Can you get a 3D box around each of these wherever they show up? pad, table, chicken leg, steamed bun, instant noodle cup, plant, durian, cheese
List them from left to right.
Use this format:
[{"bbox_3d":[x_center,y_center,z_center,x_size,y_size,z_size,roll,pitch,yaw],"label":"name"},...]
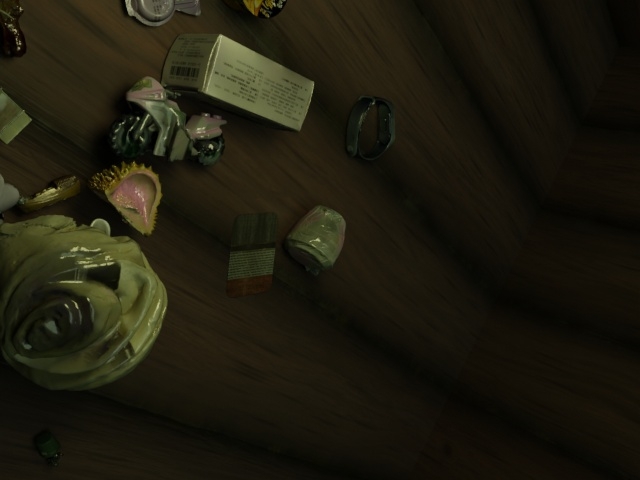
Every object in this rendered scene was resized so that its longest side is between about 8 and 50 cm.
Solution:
[{"bbox_3d":[-0.630,-0.244,1.188,0.079,0.062,0.083,-54,135,-18],"label":"table"},{"bbox_3d":[-0.564,-0.518,1.151,0.322,0.083,0.177,-64,150,-9],"label":"chicken leg"},{"bbox_3d":[-0.646,0.508,1.459,0.051,0.051,0.102,-33,130,-33],"label":"plant"},{"bbox_3d":[-0.481,0.130,1.172,0.394,0.237,0.346,45,82,-21],"label":"steamed bun"},{"bbox_3d":[-0.437,-0.096,1.361,0.182,0.165,0.132,21,52,-42],"label":"durian"},{"bbox_3d":[-0.354,-0.544,1.374,0.191,0.042,0.105,-25,122,-38],"label":"cheese"},{"bbox_3d":[-0.236,0.054,1.704,0.323,0.055,0.249,-18,119,-60],"label":"pad"},{"bbox_3d":[-0.170,-0.617,1.477,0.151,0.122,0.151,-16,113,-42],"label":"instant noodle cup"}]

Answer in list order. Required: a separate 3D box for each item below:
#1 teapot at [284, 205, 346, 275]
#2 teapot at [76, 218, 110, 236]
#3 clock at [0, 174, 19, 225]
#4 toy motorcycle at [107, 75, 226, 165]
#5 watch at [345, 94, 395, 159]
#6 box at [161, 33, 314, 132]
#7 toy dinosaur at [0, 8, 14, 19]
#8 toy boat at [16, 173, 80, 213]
[{"bbox_3d":[0.010,0.001,1.859,0.178,0.163,0.221,-59,136,-22],"label":"teapot"},{"bbox_3d":[-0.547,0.085,1.340,0.204,0.139,0.298,7,99,-49],"label":"teapot"},{"bbox_3d":[-0.669,-0.092,1.137,0.189,0.189,0.254,-35,142,-32],"label":"clock"},{"bbox_3d":[-0.342,-0.273,1.417,0.327,0.143,0.188,-4,107,-52],"label":"toy motorcycle"},{"bbox_3d":[0.161,-0.364,1.947,0.193,0.068,0.206,-23,122,-39],"label":"watch"},{"bbox_3d":[-0.198,-0.384,1.496,0.333,0.173,0.145,12,94,-47],"label":"box"},{"bbox_3d":[-0.654,-0.428,1.093,0.180,0.037,0.058,-5,78,-9],"label":"toy dinosaur"},{"bbox_3d":[-0.587,-0.099,1.300,0.149,0.047,0.049,-30,111,-38],"label":"toy boat"}]
